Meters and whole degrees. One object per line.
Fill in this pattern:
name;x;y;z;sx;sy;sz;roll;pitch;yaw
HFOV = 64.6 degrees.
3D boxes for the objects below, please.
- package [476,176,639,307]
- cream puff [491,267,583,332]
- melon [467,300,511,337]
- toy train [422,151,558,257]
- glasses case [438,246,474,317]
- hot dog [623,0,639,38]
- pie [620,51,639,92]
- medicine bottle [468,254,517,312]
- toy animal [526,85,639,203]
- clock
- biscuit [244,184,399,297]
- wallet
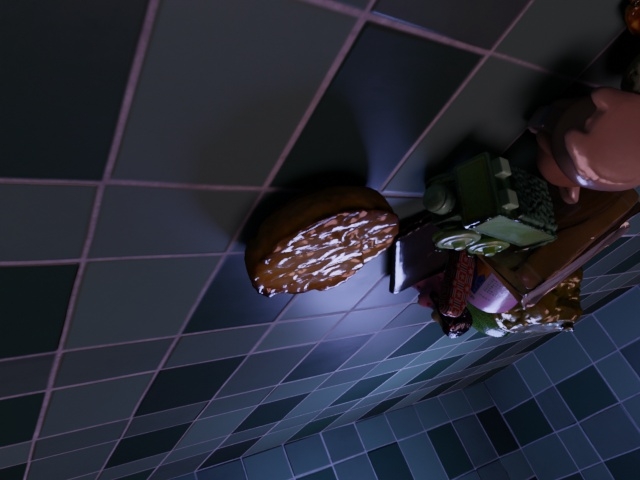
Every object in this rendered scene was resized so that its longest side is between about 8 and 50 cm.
package;0.515;-0.020;1.099;0.311;0.221;0.165;-39;172;3
cream puff;0.658;0.151;1.577;0.275;0.269;0.323;-7;157;14
melon;0.634;0.235;1.758;0.265;0.169;0.129;-31;151;9
toy train;0.328;-0.061;0.992;0.272;0.159;0.188;13;154;-38
glasses case;0.356;0.107;1.329;0.073;0.194;0.049;26;162;-26
hot dog;0.515;-0.360;0.810;0.049;0.036;0.122;-28;157;35
pie;0.619;-0.342;0.862;0.241;0.054;0.240;-30;160;-12
medicine bottle;0.498;0.056;1.344;0.178;0.178;0.290;-16;150;-16
toy animal;0.486;-0.174;0.927;0.213;0.256;0.195;26;102;-8
clock;0.355;0.182;1.426;0.100;0.195;0.194;-39;148;19
biscuit;0.000;0.000;0.939;0.297;0.101;0.296;-18;154;-9
wallet;0.243;0.027;1.236;0.171;0.044;0.321;-25;151;-7
